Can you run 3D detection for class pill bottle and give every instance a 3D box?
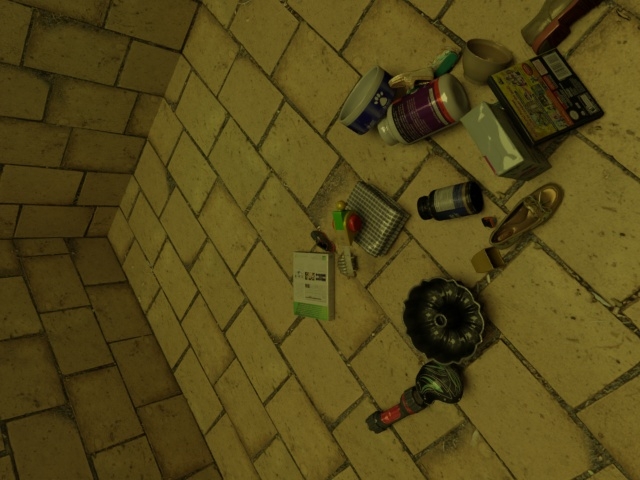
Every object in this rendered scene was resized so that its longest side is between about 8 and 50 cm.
[{"bbox_3d":[0.479,-0.140,1.681,0.219,0.122,0.123,-12,85,41],"label":"pill bottle"},{"bbox_3d":[0.382,-0.480,1.708,0.322,0.181,0.182,-19,80,39],"label":"pill bottle"}]

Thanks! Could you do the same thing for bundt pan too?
[{"bbox_3d":[0.480,0.293,1.702,0.330,0.124,0.331,3,94,42],"label":"bundt pan"}]

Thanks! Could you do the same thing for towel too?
[{"bbox_3d":[0.207,-0.096,1.920,0.283,0.121,0.235,42,117,31],"label":"towel"}]

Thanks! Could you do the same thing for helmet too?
[{"bbox_3d":[0.458,0.539,1.710,0.161,0.169,0.170,-46,62,51],"label":"helmet"}]

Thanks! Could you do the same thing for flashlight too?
[{"bbox_3d":[0.310,0.714,1.885,0.304,0.103,0.103,-43,66,33],"label":"flashlight"}]

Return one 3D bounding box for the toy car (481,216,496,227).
[{"bbox_3d":[0.632,-0.037,1.623,0.040,0.060,0.122,-31,88,-7],"label":"toy car"}]

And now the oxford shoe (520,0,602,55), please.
[{"bbox_3d":[0.777,-0.757,1.394,0.348,0.123,0.130,-46,58,32],"label":"oxford shoe"}]

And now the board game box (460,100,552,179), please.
[{"bbox_3d":[0.602,-0.310,1.444,0.097,0.303,0.224,-38,68,38],"label":"board game box"}]

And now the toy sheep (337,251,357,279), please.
[{"bbox_3d":[0.119,0.112,2.033,0.091,0.091,0.132,-7,93,41],"label":"toy sheep"}]

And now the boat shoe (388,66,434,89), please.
[{"bbox_3d":[0.342,-0.596,1.683,0.169,0.063,0.059,-12,82,13],"label":"boat shoe"}]

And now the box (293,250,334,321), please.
[{"bbox_3d":[-0.035,0.217,2.191,0.232,0.058,0.322,2,93,41],"label":"box"}]

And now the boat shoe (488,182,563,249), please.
[{"bbox_3d":[0.686,-0.077,1.506,0.105,0.089,0.285,48,110,23],"label":"boat shoe"}]

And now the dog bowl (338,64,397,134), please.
[{"bbox_3d":[0.192,-0.566,1.825,0.265,0.104,0.265,-51,20,26],"label":"dog bowl"}]

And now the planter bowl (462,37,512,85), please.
[{"bbox_3d":[0.565,-0.614,1.574,0.162,0.162,0.109,51,148,27],"label":"planter bowl"}]

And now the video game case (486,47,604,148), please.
[{"bbox_3d":[0.706,-0.455,1.427,0.248,0.035,0.275,-24,73,-3],"label":"video game case"}]

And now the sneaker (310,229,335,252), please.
[{"bbox_3d":[0.000,0.000,2.141,0.158,0.064,0.061,37,115,33],"label":"sneaker"}]

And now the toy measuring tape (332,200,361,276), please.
[{"bbox_3d":[0.125,-0.014,1.874,0.121,0.121,0.330,3,116,41],"label":"toy measuring tape"}]

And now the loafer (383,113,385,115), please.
[{"bbox_3d":[0.230,-0.522,1.938,0.125,0.039,0.045,-13,50,38],"label":"loafer"}]

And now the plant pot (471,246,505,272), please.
[{"bbox_3d":[0.596,0.076,1.623,0.083,0.081,0.081,-38,68,49],"label":"plant pot"}]

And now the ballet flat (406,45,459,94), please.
[{"bbox_3d":[0.430,-0.648,1.738,0.241,0.091,0.077,-38,38,31],"label":"ballet flat"}]

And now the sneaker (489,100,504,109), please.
[{"bbox_3d":[0.600,-0.448,1.611,0.166,0.065,0.076,-22,61,36],"label":"sneaker"}]
